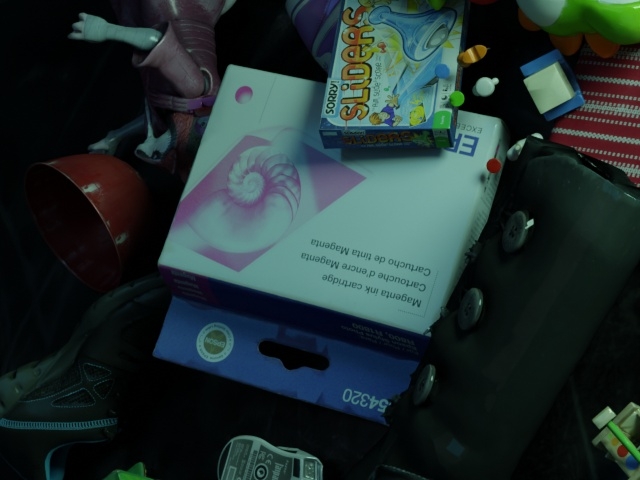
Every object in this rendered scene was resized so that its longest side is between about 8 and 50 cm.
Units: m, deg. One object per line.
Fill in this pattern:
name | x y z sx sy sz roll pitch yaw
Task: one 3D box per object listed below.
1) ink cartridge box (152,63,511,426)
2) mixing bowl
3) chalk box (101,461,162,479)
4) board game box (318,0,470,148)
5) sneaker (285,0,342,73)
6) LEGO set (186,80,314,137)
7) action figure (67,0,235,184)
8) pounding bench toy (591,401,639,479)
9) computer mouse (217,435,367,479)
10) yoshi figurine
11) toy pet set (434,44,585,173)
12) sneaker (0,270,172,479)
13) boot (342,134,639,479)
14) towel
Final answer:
ink cartridge box | 0.000 0.000 1.624 0.324 0.071 0.330 13 78 23
mixing bowl | -0.266 -0.037 1.891 0.098 0.181 0.181 -35 37 -30
chalk box | -0.192 0.364 1.615 0.180 0.179 0.289 -41 50 19
board game box | 0.080 -0.184 1.610 0.136 0.035 0.201 0 56 14
sneaker | 0.105 -0.282 1.724 0.282 0.102 0.161 -41 61 23
LEGO set | -0.030 -0.119 1.754 0.227 0.087 0.093 -9 71 19
action figure | -0.171 -0.234 1.914 0.275 0.248 0.370 -9 72 -9
pounding bench toy | 0.277 0.184 1.359 0.052 0.083 0.065 -47 47 13
computer mouse | -0.025 0.251 1.621 0.193 0.042 0.106 13 84 38
yoshi figurine | 0.199 -0.330 1.522 0.362 0.203 0.203 33 77 26
toy pet set | 0.195 -0.147 1.549 0.114 0.065 0.122 -27 93 18
sneaker | -0.247 0.156 1.825 0.341 0.125 0.140 -39 78 17
boot | 0.176 0.149 1.351 0.445 0.146 0.367 -58 28 8
towel | 0.318 -0.127 1.504 0.199 0.031 0.275 14 78 45
